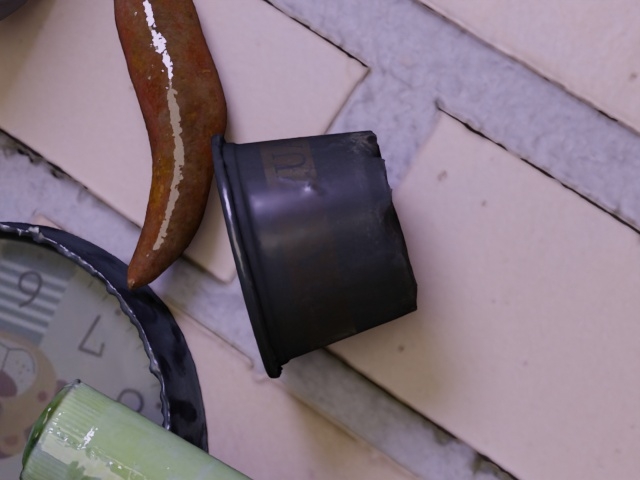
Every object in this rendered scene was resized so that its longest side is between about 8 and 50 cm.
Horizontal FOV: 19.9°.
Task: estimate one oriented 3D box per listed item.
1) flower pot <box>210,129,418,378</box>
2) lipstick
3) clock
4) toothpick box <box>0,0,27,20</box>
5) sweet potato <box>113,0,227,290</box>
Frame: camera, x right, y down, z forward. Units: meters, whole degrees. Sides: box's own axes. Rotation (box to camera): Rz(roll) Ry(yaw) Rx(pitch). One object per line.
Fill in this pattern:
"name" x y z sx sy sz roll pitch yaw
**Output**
"flower pot" 0.000 0.000 1.138 0.106 0.157 0.157 -12 80 0
"lipstick" -0.043 0.188 1.112 0.304 0.076 0.076 30 92 4
"clock" -0.231 0.135 1.223 0.312 0.061 0.313 -2 82 14
"toothpick box" -0.333 -0.281 1.224 0.316 0.229 0.229 25 90 18
"sweet potato" -0.103 -0.096 1.216 0.078 0.058 0.255 -9 76 9
